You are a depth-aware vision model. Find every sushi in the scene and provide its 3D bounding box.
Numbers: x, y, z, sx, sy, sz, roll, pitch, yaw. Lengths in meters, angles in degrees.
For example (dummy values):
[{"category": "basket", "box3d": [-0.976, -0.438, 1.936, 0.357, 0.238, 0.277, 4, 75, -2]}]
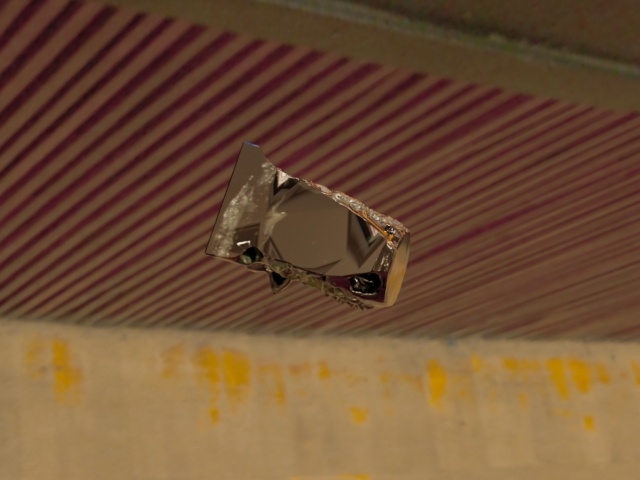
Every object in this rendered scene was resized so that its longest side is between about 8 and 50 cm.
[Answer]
[{"category": "sushi", "box3d": [0.000, 0.000, 0.649, 0.083, 0.085, 0.056, 16, 81, 12]}]
